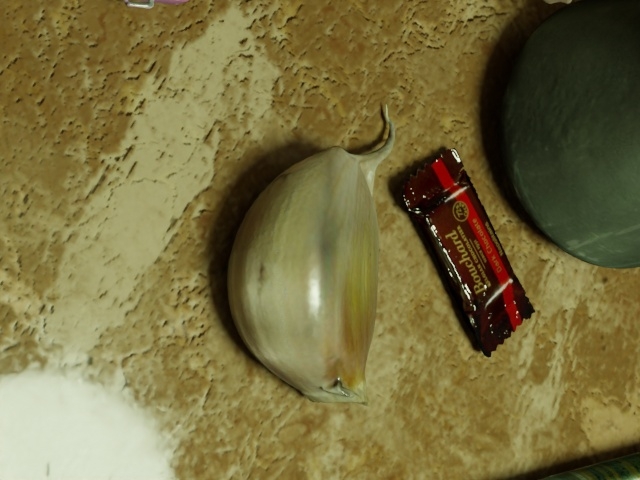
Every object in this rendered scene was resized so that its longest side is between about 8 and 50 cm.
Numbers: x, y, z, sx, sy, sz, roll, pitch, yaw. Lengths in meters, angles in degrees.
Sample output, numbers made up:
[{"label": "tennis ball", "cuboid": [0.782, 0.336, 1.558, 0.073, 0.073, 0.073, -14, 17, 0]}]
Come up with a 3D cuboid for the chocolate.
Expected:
[{"label": "chocolate", "cuboid": [0.131, 0.011, 1.195, 0.086, 0.028, 0.182, -39, 105, -33]}]

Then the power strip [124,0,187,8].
[{"label": "power strip", "cuboid": [-0.151, -0.319, 1.058, 0.109, 0.037, 0.279, 1, 86, -28]}]

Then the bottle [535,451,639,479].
[{"label": "bottle", "cuboid": [0.274, 0.240, 1.224, 0.286, 0.082, 0.082, -8, 90, -29]}]

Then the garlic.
[{"label": "garlic", "cuboid": [0.001, -0.005, 1.092, 0.128, 0.148, 0.267, 13, 83, 10]}]

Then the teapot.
[{"label": "teapot", "cuboid": [0.318, -0.124, 1.127, 0.300, 0.344, 0.253, 40, 68, -20]}]
